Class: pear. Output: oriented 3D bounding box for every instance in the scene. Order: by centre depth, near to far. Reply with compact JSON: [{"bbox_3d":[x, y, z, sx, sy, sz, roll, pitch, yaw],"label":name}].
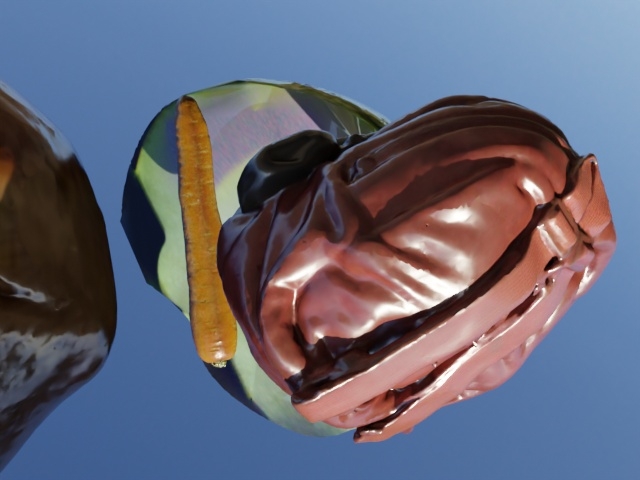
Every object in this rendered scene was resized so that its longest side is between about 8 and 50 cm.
[{"bbox_3d":[0.005,-0.002,1.134,0.399,0.399,0.165,46,-141,2],"label":"pear"}]

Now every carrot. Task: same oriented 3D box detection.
[{"bbox_3d":[-0.105,-0.007,0.977,0.043,0.043,0.248,-20,-73,-57],"label":"carrot"}]

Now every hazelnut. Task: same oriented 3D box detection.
[{"bbox_3d":[-0.328,0.015,0.788,0.372,0.372,0.315,46,-163,3],"label":"hazelnut"}]

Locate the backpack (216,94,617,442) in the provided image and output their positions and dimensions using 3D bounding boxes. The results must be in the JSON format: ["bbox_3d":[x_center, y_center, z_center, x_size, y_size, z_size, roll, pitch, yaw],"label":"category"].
[{"bbox_3d":[0.064,0.015,0.617,0.229,0.229,0.139,18,-149,-37],"label":"backpack"}]
